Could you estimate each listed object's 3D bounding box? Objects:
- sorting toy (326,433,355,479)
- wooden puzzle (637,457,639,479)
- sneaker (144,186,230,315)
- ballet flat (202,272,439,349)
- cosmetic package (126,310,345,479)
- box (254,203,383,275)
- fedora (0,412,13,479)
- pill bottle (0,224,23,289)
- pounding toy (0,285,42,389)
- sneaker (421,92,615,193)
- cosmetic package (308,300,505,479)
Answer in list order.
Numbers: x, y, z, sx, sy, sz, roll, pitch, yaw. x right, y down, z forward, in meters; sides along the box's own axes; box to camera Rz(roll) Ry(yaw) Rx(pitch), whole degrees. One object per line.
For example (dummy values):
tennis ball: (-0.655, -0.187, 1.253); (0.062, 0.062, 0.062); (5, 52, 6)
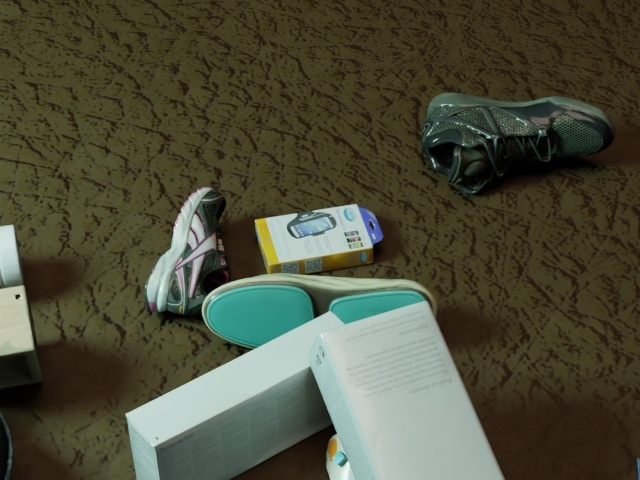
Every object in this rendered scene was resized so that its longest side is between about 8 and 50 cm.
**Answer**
sorting toy: (0.043, 0.226, 1.602); (0.083, 0.045, 0.075); (4, 60, 7)
wooden puzzle: (0.358, 0.240, 1.583); (0.116, 0.014, 0.078); (8, 42, 12)
sneaker: (-0.131, 0.021, 1.829); (0.077, 0.072, 0.178); (18, 52, 5)
ballet flat: (0.001, 0.071, 1.757); (0.248, 0.086, 0.086); (2, 41, 3)
cosmetic package: (-0.071, 0.165, 1.624); (0.239, 0.099, 0.060); (-25, 46, -25)
box: (0.000, 0.000, 1.867); (0.136, 0.028, 0.081); (-7, 41, -10)
fedora: (-0.457, 0.202, 1.515); (0.334, 0.153, 0.334); (-11, 33, 7)
pill bottle: (-0.411, 0.030, 1.798); (0.169, 0.094, 0.094); (-10, 41, -8)
pounding toy: (-0.359, 0.099, 1.699); (0.130, 0.141, 0.100); (-9, 70, -8)
sneaker: (0.226, -0.108, 1.939); (0.227, 0.087, 0.130); (6, 43, 14)
cosmetic package: (0.084, 0.183, 1.544); (0.117, 0.085, 0.231); (-15, 70, -16)
